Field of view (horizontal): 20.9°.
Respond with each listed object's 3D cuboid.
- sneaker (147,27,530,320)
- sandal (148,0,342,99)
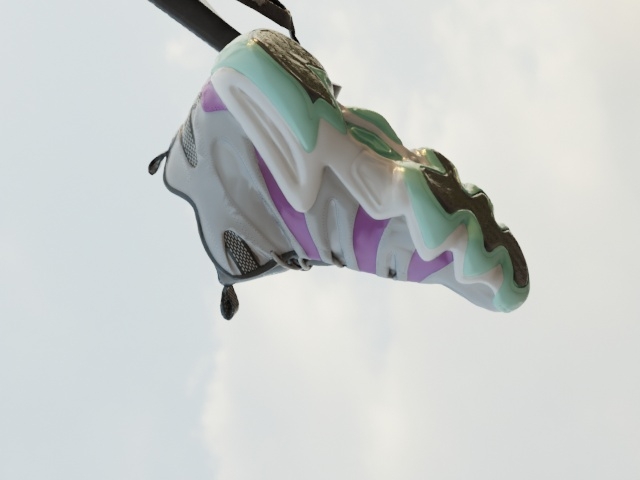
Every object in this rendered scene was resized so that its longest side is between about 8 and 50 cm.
[{"bbox_3d":[0.000,0.000,0.444,0.098,0.069,0.038,41,-158,3],"label":"sneaker"},{"bbox_3d":[-0.083,-0.170,1.164,0.254,0.054,0.097,35,-176,-16],"label":"sandal"}]
